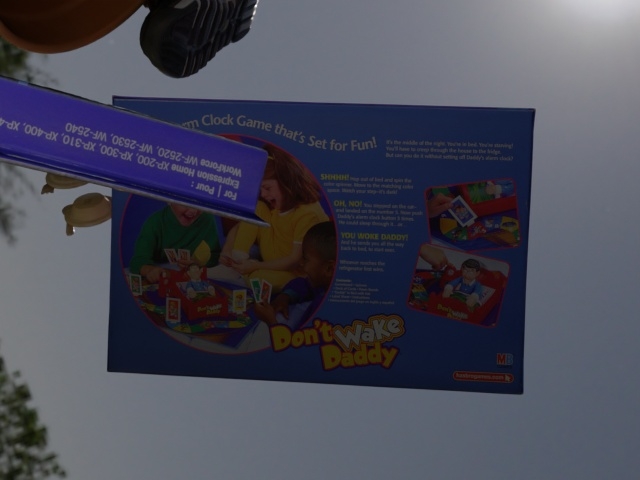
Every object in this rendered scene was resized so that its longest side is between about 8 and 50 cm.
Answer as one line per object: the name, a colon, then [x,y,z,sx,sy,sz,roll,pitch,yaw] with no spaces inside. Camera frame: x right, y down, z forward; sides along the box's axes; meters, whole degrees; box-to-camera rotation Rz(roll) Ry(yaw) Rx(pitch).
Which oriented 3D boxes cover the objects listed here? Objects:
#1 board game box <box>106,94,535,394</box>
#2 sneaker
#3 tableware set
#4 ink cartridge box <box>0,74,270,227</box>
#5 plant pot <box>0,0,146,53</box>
board game box: [0.000,0.000,0.978,0.078,0.347,0.233,-34,127,-82]
sneaker: [-0.194,-0.284,1.406,0.162,0.281,0.106,25,-66,9]
tableware set: [-0.204,-0.061,1.196,0.141,0.168,0.020,-117,-167,-55]
ink cartridge box: [-0.138,-0.056,0.623,0.208,0.206,0.045,-157,-99,-74]
plant pot: [-0.305,-0.378,1.242,0.203,0.291,0.291,39,-36,21]
